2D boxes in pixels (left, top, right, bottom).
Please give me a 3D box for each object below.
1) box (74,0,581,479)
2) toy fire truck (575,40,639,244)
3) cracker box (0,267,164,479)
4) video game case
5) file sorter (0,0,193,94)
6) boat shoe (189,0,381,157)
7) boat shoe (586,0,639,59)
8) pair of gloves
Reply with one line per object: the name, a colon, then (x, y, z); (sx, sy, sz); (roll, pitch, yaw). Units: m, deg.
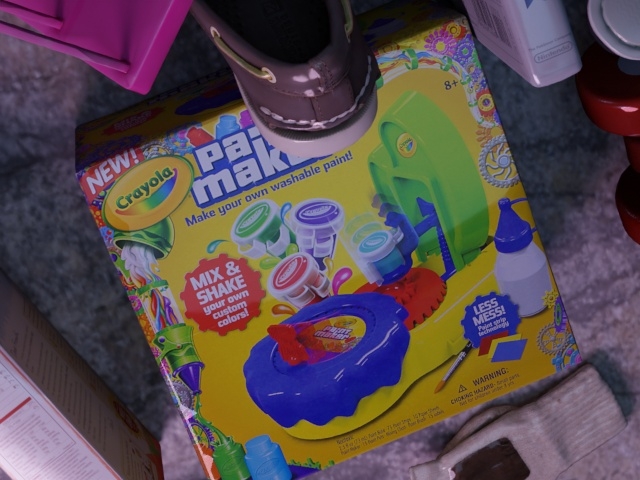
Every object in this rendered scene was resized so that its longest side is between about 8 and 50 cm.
box: (0.000, 0.000, 1.079); (0.290, 0.177, 0.279); (-23, 107, -3)
toy fire truck: (0.351, -0.075, 1.059); (0.254, 0.302, 0.169); (-26, 129, 3)
cracker box: (-0.214, 0.126, 1.088); (0.067, 0.156, 0.232); (-37, 108, 3)
video game case: (0.071, -0.272, 0.930); (0.036, 0.329, 0.300); (-22, 108, 2)
file sorter: (-0.213, -0.259, 0.884); (0.182, 0.290, 0.202); (13, 108, -57)
boat shoe: (-0.061, -0.205, 0.955); (0.116, 0.097, 0.324); (-25, 64, -5)
boat shoe: (0.309, -0.235, 1.074); (0.302, 0.091, 0.114); (-37, 95, -12)
pair of gloves: (0.201, 0.250, 1.254); (0.204, 0.042, 0.240); (-25, 109, -2)
